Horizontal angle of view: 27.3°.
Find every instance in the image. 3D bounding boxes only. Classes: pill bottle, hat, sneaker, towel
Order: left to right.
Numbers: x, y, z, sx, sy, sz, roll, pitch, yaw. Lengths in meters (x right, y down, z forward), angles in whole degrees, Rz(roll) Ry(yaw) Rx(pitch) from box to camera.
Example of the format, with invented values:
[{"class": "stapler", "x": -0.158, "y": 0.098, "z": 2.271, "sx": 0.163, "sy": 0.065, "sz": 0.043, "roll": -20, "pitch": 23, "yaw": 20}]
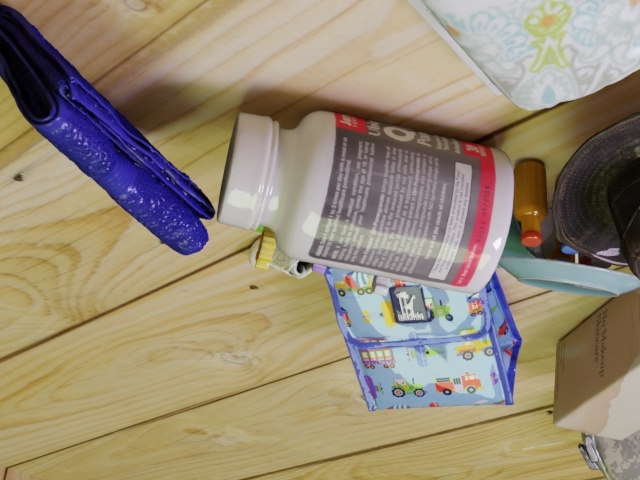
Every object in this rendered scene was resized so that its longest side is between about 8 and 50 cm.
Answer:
[{"class": "towel", "x": -0.245, "y": -0.125, "z": 1.465, "sx": 0.076, "sy": 0.227, "sz": 0.308, "roll": -41, "pitch": 142, "yaw": 1}, {"class": "sneaker", "x": -0.046, "y": 0.022, "z": 1.831, "sx": 0.152, "sy": 0.061, "sz": 0.054, "roll": -15, "pitch": 148, "yaw": 41}, {"class": "pill bottle", "x": 0.048, "y": -0.051, "z": 1.523, "sx": 0.319, "sy": 0.176, "sz": 0.176, "roll": 11, "pitch": 154, "yaw": -8}, {"class": "towel", "x": 0.252, "y": -0.263, "z": 1.031, "sx": 0.374, "sy": 0.090, "sz": 0.320, "roll": -26, "pitch": 142, "yaw": 21}, {"class": "hat", "x": 0.425, "y": -0.022, "z": 1.432, "sx": 0.331, "sy": 0.134, "sz": 0.331, "roll": -6, "pitch": 143, "yaw": -5}]

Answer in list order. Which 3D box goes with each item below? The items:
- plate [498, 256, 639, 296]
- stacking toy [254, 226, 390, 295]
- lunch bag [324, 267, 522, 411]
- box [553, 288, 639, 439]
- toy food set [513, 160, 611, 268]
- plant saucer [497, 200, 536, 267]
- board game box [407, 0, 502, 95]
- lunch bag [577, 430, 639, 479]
[{"class": "plate", "x": 0.309, "y": 0.049, "z": 1.644, "sx": 0.188, "sy": 0.024, "sz": 0.188, "roll": 10, "pitch": 173, "yaw": 1}, {"class": "stacking toy", "x": 0.000, "y": 0.000, "z": 1.681, "sx": 0.167, "sy": 0.052, "sz": 0.221, "roll": 13, "pitch": -165, "yaw": -7}, {"class": "lunch bag", "x": 0.145, "y": 0.097, "z": 1.873, "sx": 0.221, "sy": 0.138, "sz": 0.293, "roll": -5, "pitch": 132, "yaw": 20}, {"class": "box", "x": 0.455, "y": 0.171, "z": 1.903, "sx": 0.121, "sy": 0.148, "sz": 0.311, "roll": 13, "pitch": 152, "yaw": -10}, {"class": "toy food set", "x": 0.304, "y": 0.002, "z": 1.634, "sx": 0.111, "sy": 0.104, "sz": 0.232, "roll": -4, "pitch": 150, "yaw": 15}, {"class": "plant saucer", "x": 0.242, "y": -0.010, "z": 1.736, "sx": 0.067, "sy": 0.018, "sz": 0.192, "roll": -2, "pitch": 153, "yaw": 19}, {"class": "board game box", "x": 0.184, "y": -0.241, "z": 1.225, "sx": 0.193, "sy": 0.053, "sz": 0.305, "roll": -9, "pitch": 152, "yaw": 31}, {"class": "lunch bag", "x": 0.601, "y": 0.325, "z": 2.123, "sx": 0.305, "sy": 0.212, "sz": 0.256, "roll": -21, "pitch": 126, "yaw": 43}]
